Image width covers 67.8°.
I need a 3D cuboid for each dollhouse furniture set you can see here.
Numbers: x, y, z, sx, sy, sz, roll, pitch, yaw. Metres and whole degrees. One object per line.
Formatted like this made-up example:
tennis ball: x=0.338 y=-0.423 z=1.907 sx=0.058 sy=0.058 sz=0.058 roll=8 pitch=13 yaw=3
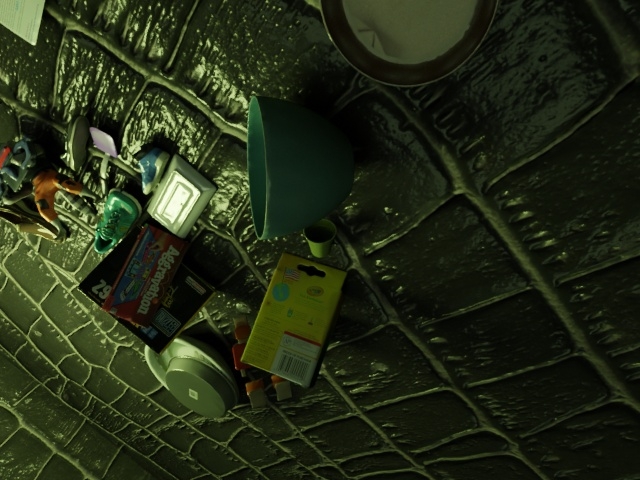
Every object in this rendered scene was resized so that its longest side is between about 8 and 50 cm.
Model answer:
dollhouse furniture set: x=-0.127 y=0.315 z=1.405 sx=0.259 sy=0.262 sz=0.135 roll=-13 pitch=139 yaw=-10

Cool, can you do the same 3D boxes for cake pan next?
cake pan: x=-0.439 y=0.534 z=1.718 sx=0.293 sy=0.054 sz=0.293 roll=14 pitch=130 yaw=18

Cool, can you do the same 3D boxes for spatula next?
spatula: x=-0.633 y=-0.206 z=1.401 sx=0.084 sy=0.030 sz=0.297 roll=28 pitch=133 yaw=7

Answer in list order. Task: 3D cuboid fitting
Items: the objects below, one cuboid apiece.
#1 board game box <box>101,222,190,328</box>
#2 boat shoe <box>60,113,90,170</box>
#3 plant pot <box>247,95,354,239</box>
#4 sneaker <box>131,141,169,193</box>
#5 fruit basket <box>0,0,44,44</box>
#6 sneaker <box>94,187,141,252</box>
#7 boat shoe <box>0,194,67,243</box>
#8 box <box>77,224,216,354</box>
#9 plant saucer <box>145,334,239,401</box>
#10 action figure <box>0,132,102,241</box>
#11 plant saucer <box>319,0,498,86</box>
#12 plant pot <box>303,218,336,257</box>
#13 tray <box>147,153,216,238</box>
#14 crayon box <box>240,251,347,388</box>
board game box: x=-0.519 y=0.105 z=1.427 sx=0.145 sy=0.281 sz=0.027 roll=26 pitch=172 yaw=-10
boat shoe: x=-0.705 y=-0.284 z=1.349 sx=0.065 sy=0.075 sz=0.206 roll=34 pitch=137 yaw=-4
plant pot: x=-0.041 y=-0.153 z=1.004 sx=0.195 sy=0.290 sz=0.290 roll=-4 pitch=132 yaw=-15
sneaker: x=-0.477 y=-0.201 z=1.302 sx=0.084 sy=0.058 sz=0.152 roll=33 pitch=129 yaw=-7
fruit basket: x=-0.764 y=-0.673 z=1.057 sx=0.353 sy=0.166 sz=0.327 roll=31 pitch=135 yaw=-19
sneaker: x=-0.626 y=-0.053 z=1.455 sx=0.107 sy=0.110 sz=0.275 roll=29 pitch=135 yaw=-12
boat shoe: x=-1.021 y=-0.055 z=1.672 sx=0.257 sy=0.095 sz=0.095 roll=31 pitch=133 yaw=3
box: x=-0.529 y=0.152 z=1.476 sx=0.322 sy=0.257 sz=0.079 roll=43 pitch=171 yaw=-7
plant saucer: x=-0.465 y=0.477 z=1.791 sx=0.400 sy=0.101 sz=0.401 roll=14 pitch=129 yaw=17
action figure: x=-0.881 y=-0.160 z=1.475 sx=0.341 sy=0.178 sz=0.330 roll=-38 pitch=98 yaw=21
plant saucer: x=0.147 y=-0.425 z=0.818 sx=0.310 sy=0.050 sz=0.311 roll=13 pitch=129 yaw=17
plant pot: x=0.000 y=0.000 z=1.208 sx=0.083 sy=0.083 sz=0.079 roll=17 pitch=143 yaw=15
tray: x=-0.407 y=-0.110 z=1.358 sx=0.145 sy=0.030 sz=0.270 roll=40 pitch=133 yaw=-7
crayon box: x=-0.061 y=0.213 z=1.302 sx=0.202 sy=0.319 sz=0.081 roll=18 pitch=169 yaw=15
